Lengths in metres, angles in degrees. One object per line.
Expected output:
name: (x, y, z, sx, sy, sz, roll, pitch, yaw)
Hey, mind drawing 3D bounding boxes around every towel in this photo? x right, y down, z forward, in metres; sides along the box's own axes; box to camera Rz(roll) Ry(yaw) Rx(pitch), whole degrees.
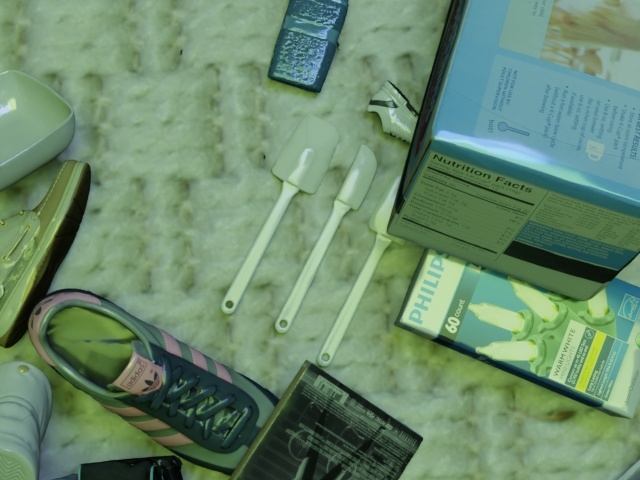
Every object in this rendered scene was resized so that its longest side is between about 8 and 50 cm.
towel: (-0.013, -0.226, 1.184, 0.067, 0.029, 0.120, 17, 83, 1)

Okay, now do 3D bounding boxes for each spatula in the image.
spatula: (0.000, 0.000, 1.167, 0.168, 0.019, 0.242, 28, 84, -4)

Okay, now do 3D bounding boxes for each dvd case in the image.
dvd case: (-0.012, 0.258, 1.104, 0.164, 0.018, 0.221, 36, 82, -22)

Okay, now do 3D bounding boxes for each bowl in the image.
bowl: (-0.338, -0.108, 1.120, 0.142, 0.053, 0.142, -38, 53, -25)

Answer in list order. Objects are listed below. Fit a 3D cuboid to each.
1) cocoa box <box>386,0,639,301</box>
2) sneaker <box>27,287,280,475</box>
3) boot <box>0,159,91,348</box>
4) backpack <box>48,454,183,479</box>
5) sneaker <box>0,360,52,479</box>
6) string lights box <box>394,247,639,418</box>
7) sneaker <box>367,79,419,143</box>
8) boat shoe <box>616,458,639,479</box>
cocoa box: (0.230, -0.160, 1.043, 0.231, 0.228, 0.347, 18, 68, 0)
sneaker: (-0.160, 0.155, 1.084, 0.319, 0.131, 0.112, 28, 84, -3)
boot: (-0.352, -0.014, 1.129, 0.165, 0.077, 0.213, 25, 84, 4)
backpack: (-0.205, 0.312, 1.049, 0.144, 0.166, 0.189, -5, 81, -1)
sneaker: (-0.334, 0.262, 1.084, 0.108, 0.169, 0.293, 18, 119, -15)
string lights box: (0.224, 0.078, 1.132, 0.259, 0.077, 0.133, 22, 84, 1)
sneaker: (0.096, -0.124, 1.176, 0.043, 0.040, 0.109, -42, 82, 11)
boat shoe: (0.396, 0.217, 1.113, 0.258, 0.095, 0.084, -44, 91, -7)
